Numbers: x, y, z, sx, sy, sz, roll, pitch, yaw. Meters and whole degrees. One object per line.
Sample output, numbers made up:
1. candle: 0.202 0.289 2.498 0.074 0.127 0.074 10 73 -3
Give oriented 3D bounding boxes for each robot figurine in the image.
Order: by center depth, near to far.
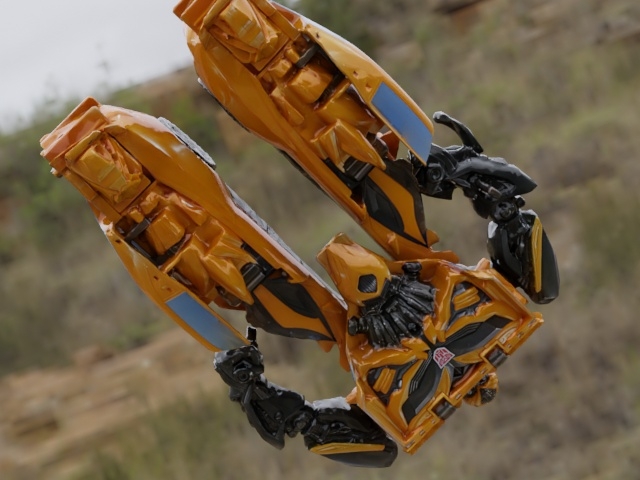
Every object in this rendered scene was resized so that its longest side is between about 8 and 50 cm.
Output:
1. robot figurine: 0.000 0.000 1.086 0.211 0.291 0.085 -46 19 3
